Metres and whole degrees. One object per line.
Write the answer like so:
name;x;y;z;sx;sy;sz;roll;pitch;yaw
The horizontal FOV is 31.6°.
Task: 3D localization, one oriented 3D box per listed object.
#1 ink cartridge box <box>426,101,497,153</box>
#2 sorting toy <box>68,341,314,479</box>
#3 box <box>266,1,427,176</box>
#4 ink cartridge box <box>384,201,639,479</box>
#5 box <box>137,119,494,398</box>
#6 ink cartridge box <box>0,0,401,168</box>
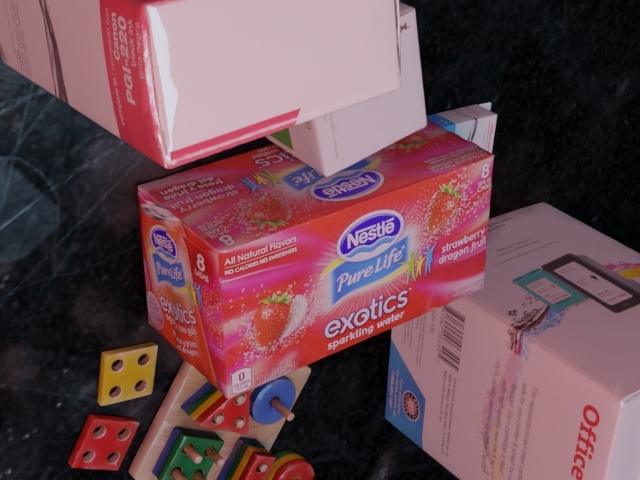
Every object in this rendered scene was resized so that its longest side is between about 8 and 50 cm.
ink cartridge box;0.126;-0.090;0.995;0.083;0.028;0.048;-17;125;-33
sorting toy;-0.081;0.158;0.956;0.274;0.046;0.132;20;101;-45
box;0.013;-0.121;0.837;0.102;0.087;0.101;-29;130;-24
ink cartridge box;0.221;0.124;1.030;0.197;0.270;0.198;-18;126;-32
box;0.000;0.000;0.874;0.257;0.122;0.128;-20;125;-31
ink cartridge box;-0.081;-0.135;0.657;0.158;0.218;0.092;-23;122;-29
